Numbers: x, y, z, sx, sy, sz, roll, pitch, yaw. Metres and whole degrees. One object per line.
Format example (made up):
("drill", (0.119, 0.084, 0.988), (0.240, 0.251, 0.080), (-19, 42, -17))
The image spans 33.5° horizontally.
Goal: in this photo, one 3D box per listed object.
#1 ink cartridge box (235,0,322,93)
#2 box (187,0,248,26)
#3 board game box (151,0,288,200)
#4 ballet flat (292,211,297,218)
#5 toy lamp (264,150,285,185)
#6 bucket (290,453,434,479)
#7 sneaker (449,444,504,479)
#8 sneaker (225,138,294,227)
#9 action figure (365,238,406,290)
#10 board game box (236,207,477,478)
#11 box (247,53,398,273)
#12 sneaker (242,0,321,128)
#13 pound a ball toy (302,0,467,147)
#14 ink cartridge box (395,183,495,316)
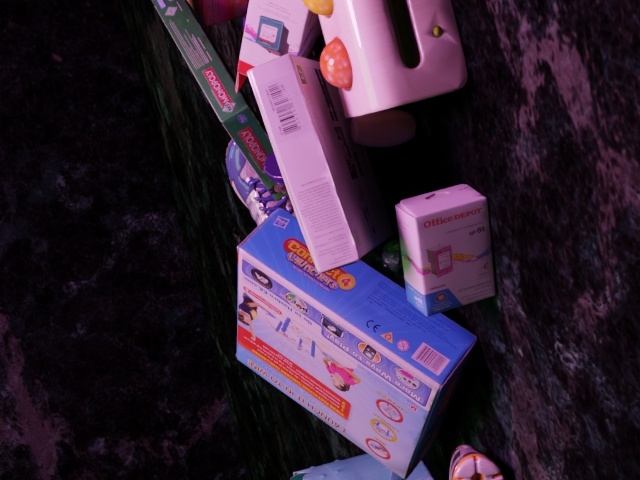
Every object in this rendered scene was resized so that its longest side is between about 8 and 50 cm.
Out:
("ink cartridge box", (-0.038, -0.285, 1.329), (0.231, 0.078, 0.134), (108, -174, -56))
("box", (-0.152, -0.469, 1.593), (0.128, 0.123, 0.257), (55, 157, 35))
("board game box", (-0.147, -0.229, 1.577), (0.317, 0.046, 0.213), (59, -179, 34))
("ballet flat", (0.000, 0.000, 1.656), (0.072, 0.068, 0.213), (38, -177, -25))
("toy lamp", (0.000, -0.005, 1.421), (0.080, 0.080, 0.274), (56, 168, 48))
("bucket", (0.083, 0.455, 1.644), (0.281, 0.183, 0.281), (163, 90, -74))
("sneaker", (0.205, 0.352, 1.327), (0.083, 0.084, 0.215), (-112, 13, -74))
("sneaker", (-0.067, -0.048, 1.793), (0.131, 0.112, 0.296), (47, 161, 62))
("action figure", (0.094, 0.069, 1.425), (0.232, 0.063, 0.137), (90, 159, -57))
("board game box", (0.032, 0.144, 1.410), (0.308, 0.086, 0.302), (34, 151, 16))
("box", (0.014, -0.095, 1.265), (0.322, 0.058, 0.232), (-25, -84, -75))
("sneaker", (-0.045, -0.253, 1.501), (0.146, 0.102, 0.293), (96, 153, -53))
("pound a ball toy", (0.037, -0.251, 1.154), (0.208, 0.136, 0.319), (-169, 64, -73))
("ink cartridge box", (0.137, 0.010, 1.162), (0.052, 0.088, 0.122), (-137, 34, -62))
